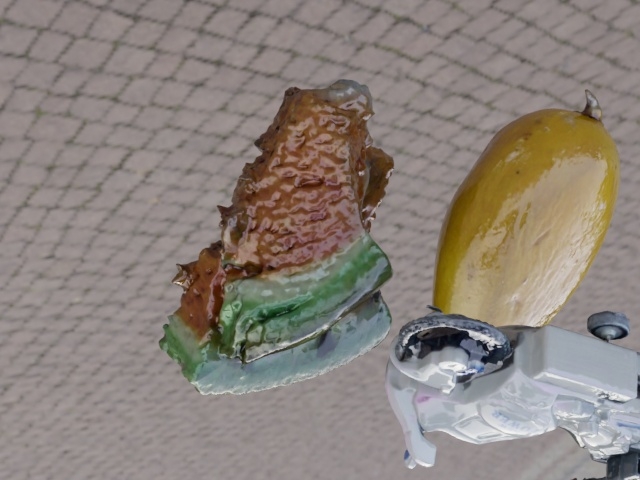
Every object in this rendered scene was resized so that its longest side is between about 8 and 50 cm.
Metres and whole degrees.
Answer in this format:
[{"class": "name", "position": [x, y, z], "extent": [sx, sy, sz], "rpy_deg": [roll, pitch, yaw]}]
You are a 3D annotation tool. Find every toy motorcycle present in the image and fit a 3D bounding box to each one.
[{"class": "toy motorcycle", "position": [0.133, 0.097, 0.706], "extent": [0.221, 0.102, 0.150], "rpy_deg": [17, 149, -15]}]

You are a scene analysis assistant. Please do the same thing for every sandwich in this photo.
[{"class": "sandwich", "position": [0.000, 0.000, 1.074], "extent": [0.250, 0.162, 0.301], "rpy_deg": [-4, 109, -41]}]

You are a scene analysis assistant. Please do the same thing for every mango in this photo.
[{"class": "mango", "position": [0.186, 0.006, 1.086], "extent": [0.176, 0.119, 0.317], "rpy_deg": [1, 114, -47]}]
